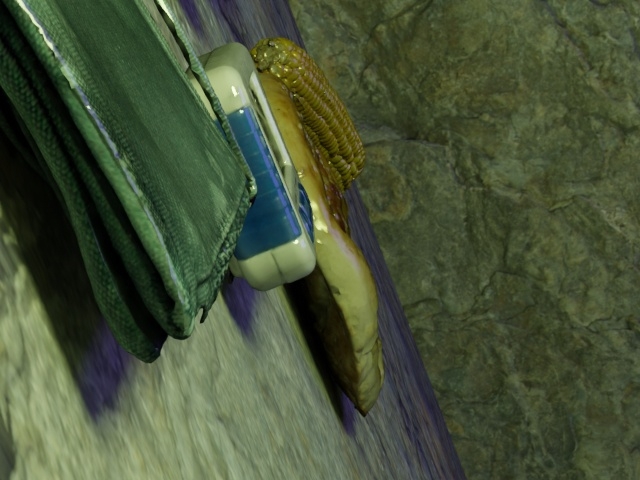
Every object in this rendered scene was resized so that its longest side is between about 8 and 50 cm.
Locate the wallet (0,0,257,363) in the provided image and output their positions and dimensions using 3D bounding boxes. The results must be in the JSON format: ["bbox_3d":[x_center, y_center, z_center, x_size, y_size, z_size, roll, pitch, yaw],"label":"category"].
[{"bbox_3d":[-0.122,-0.082,0.969,0.237,0.075,0.342,63,8,-11],"label":"wallet"}]

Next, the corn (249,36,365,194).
[{"bbox_3d":[-0.015,-0.156,2.253,0.313,0.102,0.102,63,9,-59],"label":"corn"}]

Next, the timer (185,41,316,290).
[{"bbox_3d":[-0.067,-0.063,1.456,0.253,0.078,0.178,-90,157,-79],"label":"timer"}]

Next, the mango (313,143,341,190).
[{"bbox_3d":[-0.010,-0.069,2.196,0.080,0.060,0.114,63,4,-75],"label":"mango"}]

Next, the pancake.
[{"bbox_3d":[0.000,-0.001,1.903,0.387,0.082,0.387,-20,90,-89],"label":"pancake"}]
